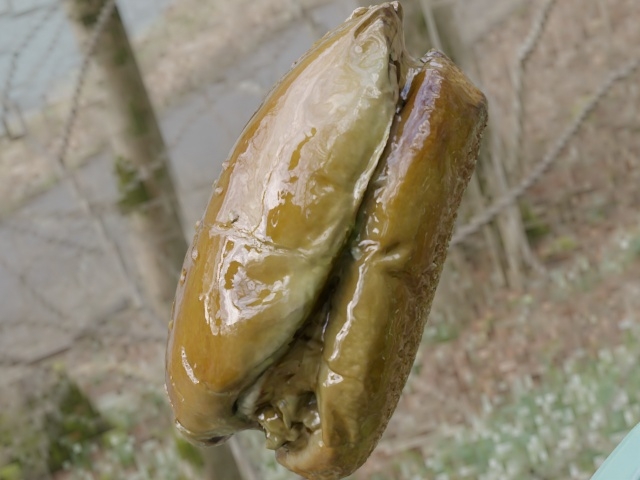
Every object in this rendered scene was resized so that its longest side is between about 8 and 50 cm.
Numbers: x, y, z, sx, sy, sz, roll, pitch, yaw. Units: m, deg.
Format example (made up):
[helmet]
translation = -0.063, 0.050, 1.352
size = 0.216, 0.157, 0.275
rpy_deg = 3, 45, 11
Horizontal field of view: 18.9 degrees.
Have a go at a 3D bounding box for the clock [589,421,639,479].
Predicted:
[clock]
translation = 0.157, 0.195, 0.934
size = 0.066, 0.159, 0.211
rpy_deg = 11, 42, 38

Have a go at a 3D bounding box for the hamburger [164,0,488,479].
[hamburger]
translation = 0.000, 0.000, 1.072
size = 0.144, 0.283, 0.156
rpy_deg = 19, 4, 3
